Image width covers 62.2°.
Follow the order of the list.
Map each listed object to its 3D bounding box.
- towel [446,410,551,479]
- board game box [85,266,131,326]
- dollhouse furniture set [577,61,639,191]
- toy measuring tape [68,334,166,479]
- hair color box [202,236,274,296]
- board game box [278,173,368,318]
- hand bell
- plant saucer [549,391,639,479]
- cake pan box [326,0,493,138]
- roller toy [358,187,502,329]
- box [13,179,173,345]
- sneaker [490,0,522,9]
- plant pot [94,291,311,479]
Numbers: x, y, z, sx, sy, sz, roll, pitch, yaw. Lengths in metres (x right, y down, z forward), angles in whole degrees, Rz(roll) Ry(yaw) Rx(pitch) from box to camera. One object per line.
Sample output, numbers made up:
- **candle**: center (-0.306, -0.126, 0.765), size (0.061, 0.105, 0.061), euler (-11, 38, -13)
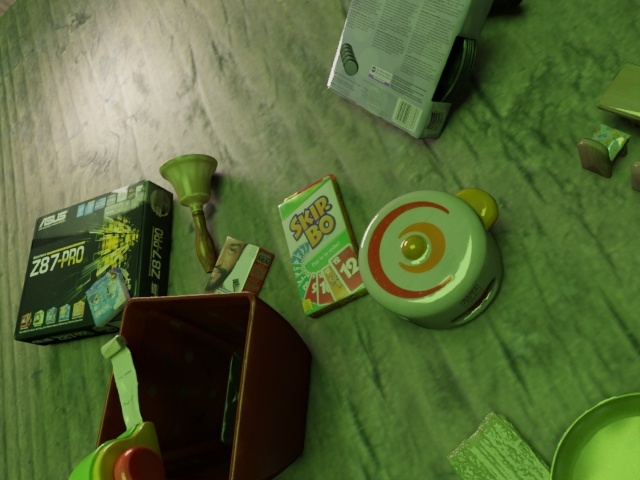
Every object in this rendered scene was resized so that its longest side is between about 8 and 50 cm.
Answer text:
- **towel**: center (0.248, 0.314, 0.698), size (0.110, 0.027, 0.148), euler (-48, 56, 8)
- **board game box**: center (-0.438, 0.116, 1.096), size (0.090, 0.020, 0.090), euler (-40, 60, 11)
- **dollhouse furniture set**: center (0.478, -0.169, 0.658), size (0.242, 0.161, 0.212), euler (35, 92, 36)
- **toy measuring tape**: center (-0.280, 0.266, 0.701), size (0.121, 0.121, 0.330), euler (-37, 56, 15)
- **hair color box**: center (-0.167, 0.086, 1.029), size (0.093, 0.053, 0.167), euler (16, 80, 36)
- **board game box**: center (0.000, 0.000, 0.972), size (0.124, 0.039, 0.259), euler (-28, 57, 20)
- **hand bell**: center (-0.257, -0.047, 1.125), size (0.126, 0.126, 0.242), euler (-21, 75, 24)
- **plant saucer**: center (0.389, 0.296, 0.598), size (0.241, 0.037, 0.241), euler (-8, 69, 21)
- **cake pan box**: center (0.143, -0.337, 0.925), size (0.267, 0.070, 0.246), euler (40, 127, 37)
- **roller toy**: center (0.163, 0.028, 0.787), size (0.209, 0.146, 0.191), euler (-8, 68, 29)
- **box**: center (-0.524, 0.061, 1.235), size (0.395, 0.097, 0.318), euler (-12, 64, 26)
- **sneaker**: center (0.241, -0.413, 0.952), size (0.227, 0.087, 0.130), euler (23, 95, 32)
- **plant pot**: center (-0.154, 0.243, 0.847), size (0.267, 0.236, 0.267), euler (-6, 69, 31)
